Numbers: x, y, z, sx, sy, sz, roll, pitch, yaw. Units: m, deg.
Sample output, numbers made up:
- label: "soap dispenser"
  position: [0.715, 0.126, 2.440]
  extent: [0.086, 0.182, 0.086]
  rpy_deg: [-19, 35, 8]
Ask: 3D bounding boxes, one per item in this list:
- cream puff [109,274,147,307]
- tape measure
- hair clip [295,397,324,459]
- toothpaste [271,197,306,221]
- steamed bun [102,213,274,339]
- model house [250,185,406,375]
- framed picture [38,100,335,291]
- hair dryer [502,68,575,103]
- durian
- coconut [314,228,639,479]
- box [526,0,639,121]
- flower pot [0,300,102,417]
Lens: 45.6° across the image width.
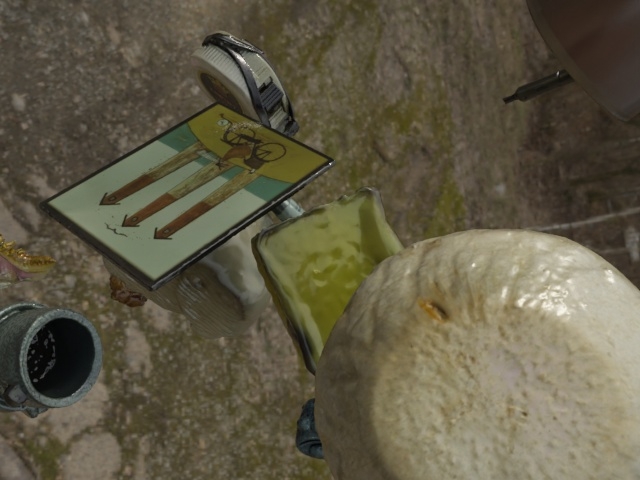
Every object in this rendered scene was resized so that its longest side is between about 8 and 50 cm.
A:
- label: "cream puff"
  position: [-0.354, 0.075, 1.484]
  extent: [0.116, 0.094, 0.122]
  rpy_deg: [-55, 158, -58]
- label: "tape measure"
  position: [-0.166, -0.363, 1.766]
  extent: [0.133, 0.271, 0.231]
  rpy_deg: [-46, 167, -14]
- label: "hair clip"
  position: [0.114, 0.372, 1.384]
  extent: [0.206, 0.310, 0.194]
  rpy_deg: [-52, 159, -3]
- label: "toothpaste"
  position: [0.000, 0.000, 1.281]
  extent: [0.239, 0.039, 0.062]
  rpy_deg: [42, 24, -25]
- label: "steamed bun"
  position: [-0.201, 0.008, 1.313]
  extent: [0.219, 0.309, 0.324]
  rpy_deg: [-54, 173, -28]
- label: "model house"
  position: [0.019, 0.048, 0.998]
  extent: [0.234, 0.174, 0.193]
  rpy_deg: [172, -107, -87]
- label: "framed picture"
  position: [-0.175, -0.077, 1.025]
  extent: [0.324, 0.244, 0.013]
  rpy_deg: [-38, 142, -32]
- label: "hair dryer"
  position: [0.503, -0.318, 1.595]
  extent: [0.195, 0.248, 0.078]
  rpy_deg: [41, 55, -30]
- label: "durian"
  position: [-0.604, 0.035, 1.476]
  extent: [0.078, 0.224, 0.140]
  rpy_deg: [-76, 162, -56]
- label: "coconut"
  position: [0.155, 0.126, 0.638]
  extent: [0.329, 0.329, 0.329]
  rpy_deg: [29, 57, -56]
- label: "box"
  position: [0.489, -0.370, 1.199]
  extent: [0.301, 0.216, 0.301]
  rpy_deg: [32, 38, -29]
- label: "flower pot"
  position: [-0.717, 0.302, 1.872]
  extent: [0.299, 0.283, 0.299]
  rpy_deg: [4, 85, -56]
